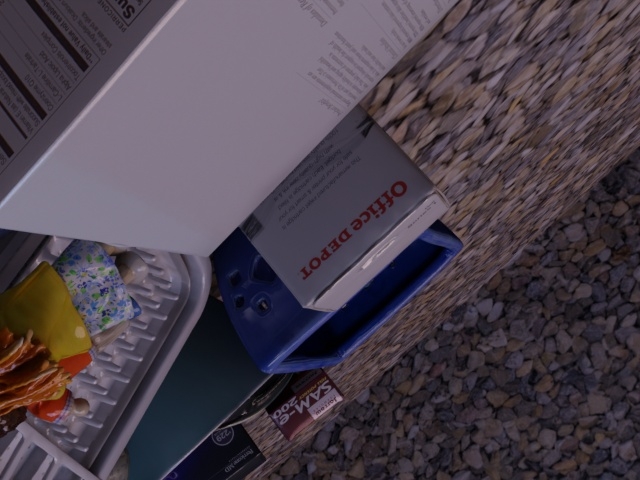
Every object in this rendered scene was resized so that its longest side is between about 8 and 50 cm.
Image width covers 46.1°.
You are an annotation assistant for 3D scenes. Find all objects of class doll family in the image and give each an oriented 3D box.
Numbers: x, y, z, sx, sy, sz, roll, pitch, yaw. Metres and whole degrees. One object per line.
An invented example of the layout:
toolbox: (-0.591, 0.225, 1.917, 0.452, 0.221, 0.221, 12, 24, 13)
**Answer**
doll family: (-0.212, 0.016, 0.454, 0.118, 0.263, 0.163, -12, -152, 49)

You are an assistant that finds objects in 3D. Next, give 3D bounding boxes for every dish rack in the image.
dish rack: (-0.225, 0.087, 0.655, 0.333, 0.072, 0.285, -62, 156, -28)

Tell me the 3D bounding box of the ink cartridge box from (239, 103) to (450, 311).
ink cartridge box: (-0.008, -0.062, 0.720, 0.160, 0.219, 0.092, -43, 161, 9)

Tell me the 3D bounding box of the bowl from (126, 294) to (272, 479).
bowl: (-0.191, 0.184, 0.965, 0.311, 0.163, 0.311, -43, 175, -5)

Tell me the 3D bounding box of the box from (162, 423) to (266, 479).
box: (-0.257, 0.394, 1.340, 0.261, 0.184, 0.103, -36, 162, -12)

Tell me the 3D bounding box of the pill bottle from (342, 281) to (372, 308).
pill bottle: (0.005, 0.066, 1.152, 0.146, 0.146, 0.264, -38, 162, -4)

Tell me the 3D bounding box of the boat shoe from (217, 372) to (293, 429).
boat shoe: (-0.174, 0.252, 1.267, 0.340, 0.127, 0.113, -19, 166, -25)

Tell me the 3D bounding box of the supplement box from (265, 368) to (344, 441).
supplement box: (-0.055, 0.277, 1.444, 0.130, 0.073, 0.239, -38, -164, -8)

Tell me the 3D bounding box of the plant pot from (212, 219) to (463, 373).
plant pot: (0.000, 0.000, 0.890, 0.236, 0.212, 0.236, -43, 161, 11)

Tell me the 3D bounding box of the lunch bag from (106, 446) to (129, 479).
lunch bag: (-0.378, 0.278, 0.805, 0.256, 0.212, 0.305, -18, 149, -44)

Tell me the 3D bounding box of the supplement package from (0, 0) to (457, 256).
supplement package: (-0.079, -0.155, 0.413, 0.263, 0.198, 0.199, -44, 161, 12)
